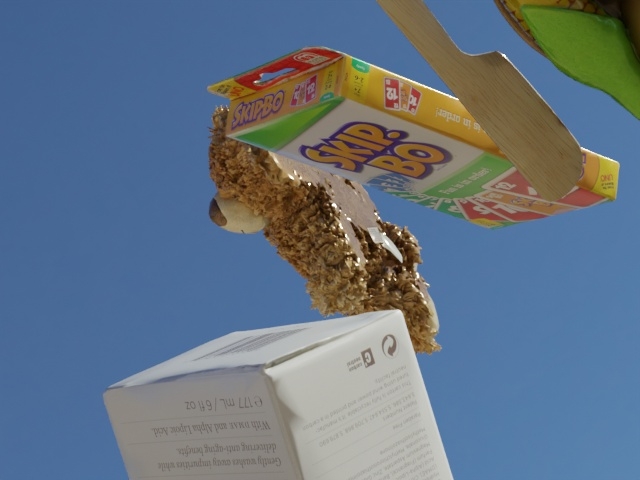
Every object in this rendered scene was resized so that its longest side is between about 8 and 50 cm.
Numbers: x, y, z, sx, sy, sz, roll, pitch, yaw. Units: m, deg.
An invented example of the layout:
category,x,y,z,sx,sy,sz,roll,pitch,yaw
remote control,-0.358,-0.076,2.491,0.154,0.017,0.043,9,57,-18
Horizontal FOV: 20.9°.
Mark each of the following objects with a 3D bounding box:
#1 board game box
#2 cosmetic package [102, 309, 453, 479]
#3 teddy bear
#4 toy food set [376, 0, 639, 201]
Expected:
category,x,y,z,sx,sy,sz,roll,pitch,yaw
board game box,0.060,-0.063,1.134,0.259,0.039,0.124,21,-21,-32
cosmetic package,0.000,0.262,1.348,0.156,0.385,0.217,-21,5,-41
teddy bear,0.000,0.000,1.761,0.113,0.245,0.338,-35,-35,18
toy food set,0.119,-0.113,0.617,0.192,0.038,0.132,-43,-78,6
